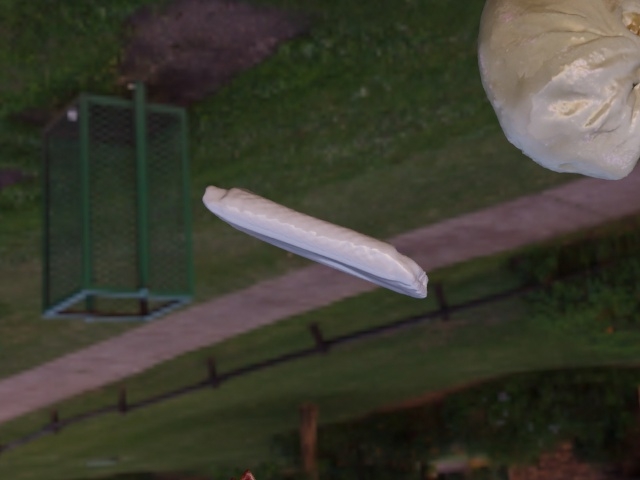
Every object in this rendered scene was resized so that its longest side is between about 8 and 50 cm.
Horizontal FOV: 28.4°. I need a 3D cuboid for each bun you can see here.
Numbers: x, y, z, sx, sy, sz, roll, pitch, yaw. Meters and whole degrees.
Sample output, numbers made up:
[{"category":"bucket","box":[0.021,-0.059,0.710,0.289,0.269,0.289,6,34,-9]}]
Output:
[{"category":"bun","box":[0.259,-0.173,1.232,0.231,0.231,0.133,9,150,-40]}]

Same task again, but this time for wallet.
[{"category":"wallet","box":[0.000,0.000,1.005,0.183,0.032,0.124,19,173,14]}]

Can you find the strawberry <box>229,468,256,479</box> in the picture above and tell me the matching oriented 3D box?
[{"category":"strawberry","box":[-0.119,0.317,0.869,0.343,0.292,0.292,-17,180,-45]}]
